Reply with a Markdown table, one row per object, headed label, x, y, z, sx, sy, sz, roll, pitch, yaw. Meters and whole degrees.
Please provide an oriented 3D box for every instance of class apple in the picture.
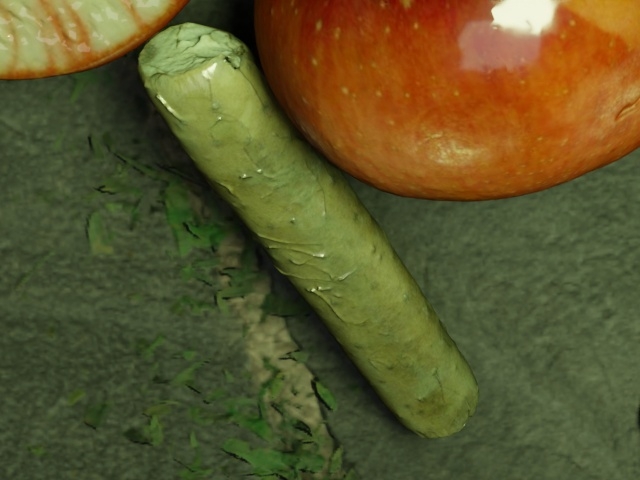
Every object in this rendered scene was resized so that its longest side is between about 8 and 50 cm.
| label | x | y | z | sx | sy | sz | roll | pitch | yaw |
| --- | --- | --- | --- | --- | --- | --- | --- | --- | --- |
| apple | 0.098 | -0.134 | 1.158 | 0.272 | 0.251 | 0.206 | -15 | 122 | -3 |

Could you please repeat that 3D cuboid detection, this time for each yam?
| label | x | y | z | sx | sy | sz | roll | pitch | yaw |
| --- | --- | --- | --- | --- | --- | --- | --- | --- | --- |
| yam | 0.000 | 0.000 | 1.292 | 0.083 | 0.083 | 0.371 | -26 | 129 | 12 |

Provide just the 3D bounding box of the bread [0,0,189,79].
| label | x | y | z | sx | sy | sz | roll | pitch | yaw |
| --- | --- | --- | --- | --- | --- | --- | --- | --- | --- |
| bread | -0.204 | -0.251 | 1.167 | 0.328 | 0.114 | 0.295 | 41 | 110 | -21 |
